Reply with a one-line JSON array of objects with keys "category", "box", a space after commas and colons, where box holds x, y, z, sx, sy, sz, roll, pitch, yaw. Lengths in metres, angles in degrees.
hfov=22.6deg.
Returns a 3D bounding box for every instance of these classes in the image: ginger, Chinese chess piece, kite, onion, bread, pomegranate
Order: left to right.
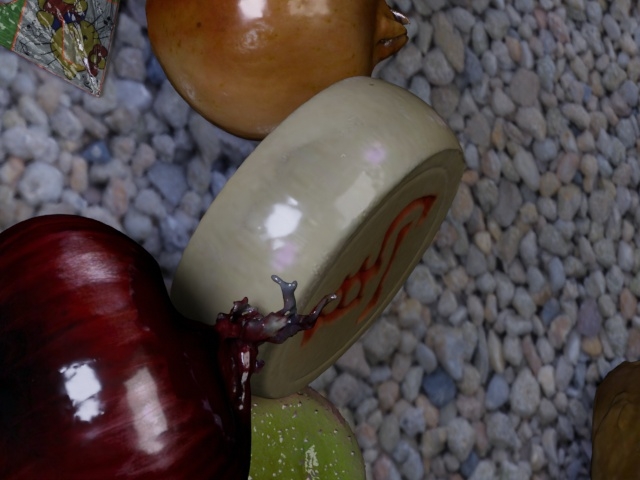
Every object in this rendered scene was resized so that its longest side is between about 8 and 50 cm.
[{"category": "kite", "box": [-0.230, -0.225, 1.272, 0.198, 0.006, 0.244, -27, 97, -40]}, {"category": "onion", "box": [-0.124, 0.102, 1.092, 0.285, 0.273, 0.273, -24, 95, -7]}, {"category": "pomegranate", "box": [-0.041, -0.186, 1.293, 0.209, 0.209, 0.209, 11, 72, -37]}, {"category": "bread", "box": [-0.041, 0.216, 1.296, 0.228, 0.033, 0.228, 12, 71, -36]}, {"category": "Chinese chess piece", "box": [0.000, 0.000, 1.241, 0.102, 0.273, 0.273, 39, 50, 15]}, {"category": "ginger", "box": [0.362, 0.234, 1.505, 0.200, 0.223, 0.269, 15, 72, -32]}]
